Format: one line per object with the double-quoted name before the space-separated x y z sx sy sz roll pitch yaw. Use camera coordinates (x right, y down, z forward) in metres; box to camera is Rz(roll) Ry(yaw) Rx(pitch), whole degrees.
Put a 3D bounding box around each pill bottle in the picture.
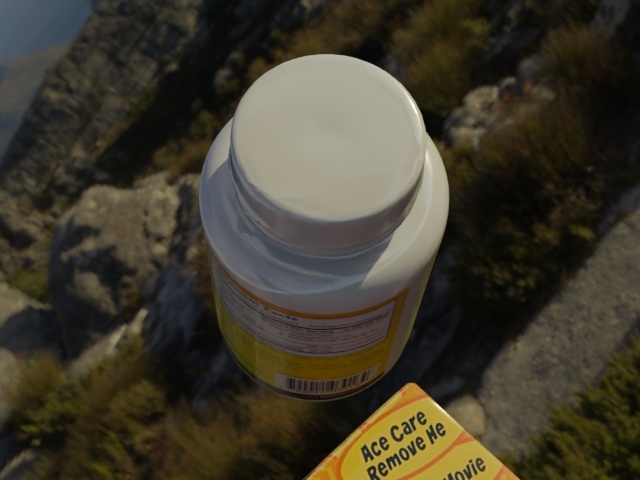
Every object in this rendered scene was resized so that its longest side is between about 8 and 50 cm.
"pill bottle" 0.000 0.000 0.536 0.215 0.117 0.117 95 -162 -65

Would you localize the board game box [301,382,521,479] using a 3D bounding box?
"board game box" 0.025 0.383 0.617 0.356 0.356 0.356 -38 -18 -33
